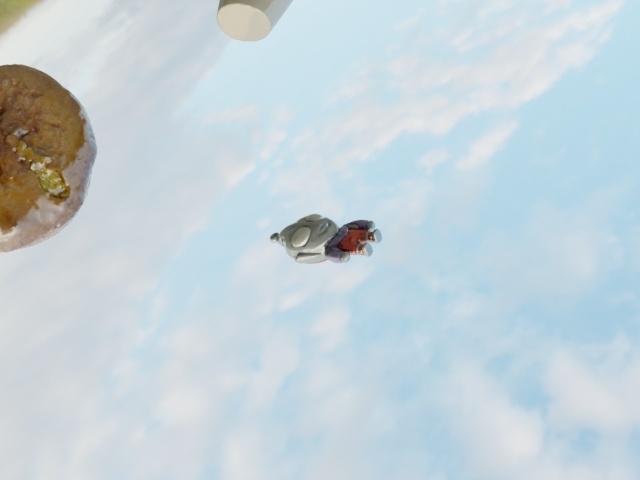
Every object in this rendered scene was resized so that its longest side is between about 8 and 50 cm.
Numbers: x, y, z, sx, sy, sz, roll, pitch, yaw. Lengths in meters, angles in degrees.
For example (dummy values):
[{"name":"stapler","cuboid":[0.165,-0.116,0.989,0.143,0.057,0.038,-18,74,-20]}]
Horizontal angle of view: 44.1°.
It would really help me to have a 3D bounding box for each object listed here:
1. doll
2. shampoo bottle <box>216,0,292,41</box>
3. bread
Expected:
[{"name":"doll","cuboid":[0.000,0.000,1.297,0.227,0.075,0.102,6,-136,42]},{"name":"shampoo bottle","cuboid":[-0.079,-0.399,1.166,0.127,0.078,0.257,5,-126,16]},{"name":"bread","cuboid":[-0.504,-0.122,1.257,0.312,0.312,0.172,-49,178,-15]}]
